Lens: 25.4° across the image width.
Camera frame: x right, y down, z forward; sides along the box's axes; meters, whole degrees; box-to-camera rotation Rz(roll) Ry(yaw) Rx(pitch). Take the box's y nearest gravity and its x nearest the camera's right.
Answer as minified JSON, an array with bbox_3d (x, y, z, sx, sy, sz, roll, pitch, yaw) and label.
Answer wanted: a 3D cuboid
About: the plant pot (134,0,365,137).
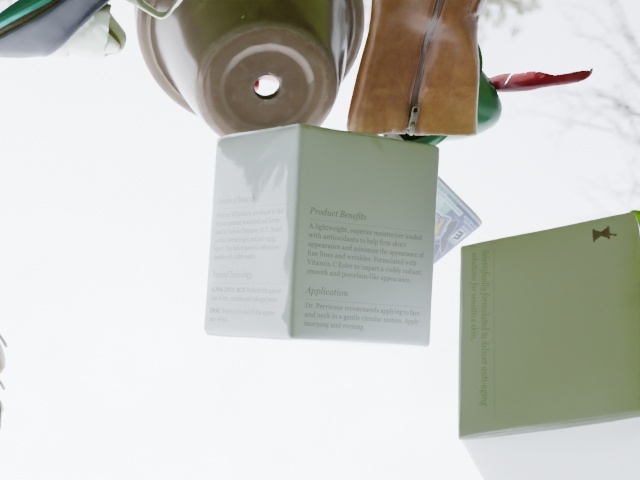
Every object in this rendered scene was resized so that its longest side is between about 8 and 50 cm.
[{"bbox_3d":[-0.067,-0.209,1.544,0.263,0.263,0.229,2,-150,-11],"label":"plant pot"}]

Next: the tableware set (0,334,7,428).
[{"bbox_3d":[-0.396,0.140,1.642,0.024,0.104,0.154,-16,-140,5],"label":"tableware set"}]

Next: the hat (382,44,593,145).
[{"bbox_3d":[0.212,-0.163,1.868,0.183,0.208,0.173,26,-117,-35],"label":"hat"}]

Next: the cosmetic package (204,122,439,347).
[{"bbox_3d":[0.000,0.000,1.267,0.151,0.184,0.151,7,174,-33],"label":"cosmetic package"}]

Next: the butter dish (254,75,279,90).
[{"bbox_3d":[-0.069,-0.246,1.821,0.160,0.118,0.160,30,174,-8],"label":"butter dish"}]

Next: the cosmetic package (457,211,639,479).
[{"bbox_3d":[0.240,0.170,1.194,0.155,0.365,0.197,-12,-134,20],"label":"cosmetic package"}]

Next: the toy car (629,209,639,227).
[{"bbox_3d":[0.495,0.050,1.844,0.188,0.155,0.149,11,-176,38],"label":"toy car"}]

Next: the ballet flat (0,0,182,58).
[{"bbox_3d":[-0.134,-0.163,0.924,0.203,0.074,0.074,-35,-148,12],"label":"ballet flat"}]

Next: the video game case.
[{"bbox_3d":[0.070,-0.013,1.643,0.201,0.183,0.023,40,-166,-45],"label":"video game case"}]

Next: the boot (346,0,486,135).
[{"bbox_3d":[0.164,-0.230,1.425,0.264,0.281,0.096,-6,-151,-18],"label":"boot"}]
